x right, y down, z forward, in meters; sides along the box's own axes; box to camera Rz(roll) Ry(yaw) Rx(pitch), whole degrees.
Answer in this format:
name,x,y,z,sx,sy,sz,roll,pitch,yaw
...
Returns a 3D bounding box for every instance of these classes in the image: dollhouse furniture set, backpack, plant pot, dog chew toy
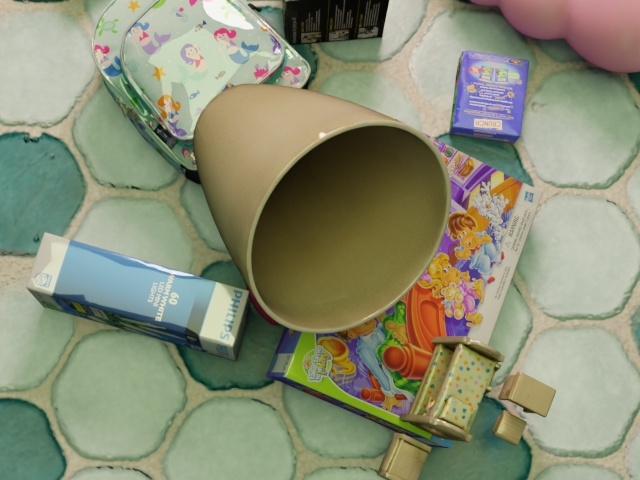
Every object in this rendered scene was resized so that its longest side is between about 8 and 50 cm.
name,x,y,z,sx,sy,sz,roll,pitch,yaw
dollhouse furniture set,0.186,0.228,1.664,0.161,0.101,0.182,27,77,-16
backpack,-0.164,-0.227,1.789,0.225,0.191,0.253,-41,78,-7
plant pot,-0.033,-0.071,1.613,0.256,0.256,0.274,-39,42,-9
dog chew toy,0.320,-0.341,1.820,0.331,0.206,0.207,17,78,11

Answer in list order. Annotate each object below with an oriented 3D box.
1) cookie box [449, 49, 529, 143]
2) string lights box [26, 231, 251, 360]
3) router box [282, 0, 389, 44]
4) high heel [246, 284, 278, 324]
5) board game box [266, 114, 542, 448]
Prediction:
name,x,y,z,sx,sy,sz,roll,pitch,yaw
cookie box,0.222,-0.189,1.856,0.091,0.040,0.107,9,78,0
string lights box,-0.219,0.071,1.743,0.259,0.133,0.077,16,77,3
router box,0.019,-0.302,1.805,0.133,0.179,0.046,-5,80,-2
high heel,0.000,0.000,1.812,0.082,0.117,0.244,18,51,43
board game box,0.107,0.053,1.747,0.233,0.078,0.347,24,78,-16
